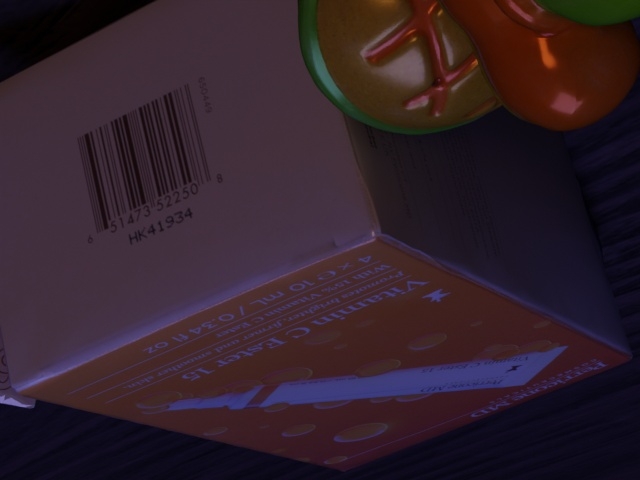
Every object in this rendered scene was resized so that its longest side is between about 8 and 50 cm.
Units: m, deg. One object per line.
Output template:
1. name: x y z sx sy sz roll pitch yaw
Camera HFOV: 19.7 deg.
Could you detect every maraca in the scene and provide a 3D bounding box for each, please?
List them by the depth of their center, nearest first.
1. maraca: 0.068 -0.110 0.839 0.185 0.127 0.099 -3 -156 -35

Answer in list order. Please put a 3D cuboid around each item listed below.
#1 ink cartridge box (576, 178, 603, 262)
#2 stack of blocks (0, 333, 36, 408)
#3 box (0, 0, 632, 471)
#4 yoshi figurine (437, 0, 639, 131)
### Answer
1. ink cartridge box: 0.085 0.005 1.332 0.223 0.045 0.224 -8 161 12
2. stack of blocks: -0.306 0.004 1.024 0.297 0.087 0.171 14 -173 -24
3. box: 0.000 0.000 1.028 0.215 0.168 0.345 -24 157 23
4. yoshi figurine: 0.201 -0.136 0.615 0.203 0.204 0.362 2 165 -24
